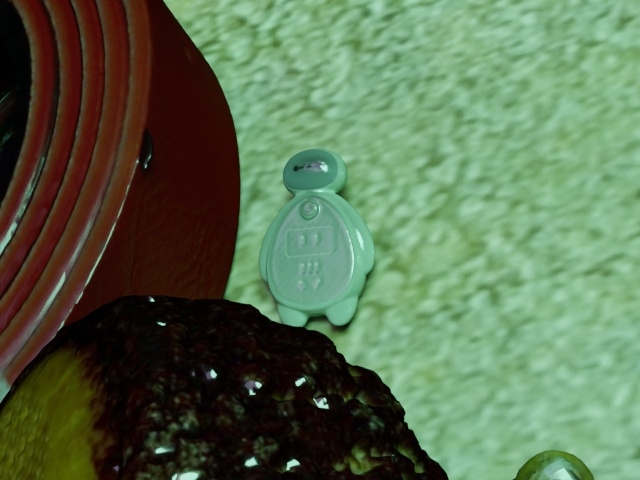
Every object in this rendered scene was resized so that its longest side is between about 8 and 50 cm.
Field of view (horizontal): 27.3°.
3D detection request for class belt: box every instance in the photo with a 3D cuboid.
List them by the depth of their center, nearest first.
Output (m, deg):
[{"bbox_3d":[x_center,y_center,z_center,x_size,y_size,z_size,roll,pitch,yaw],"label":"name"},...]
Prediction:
[{"bbox_3d":[-0.159,-0.009,0.613,0.227,0.115,0.324,-6,63,19],"label":"belt"}]

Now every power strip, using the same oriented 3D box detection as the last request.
[{"bbox_3d":[0.000,0.000,0.603,0.055,0.035,0.083,-6,75,18],"label":"power strip"}]

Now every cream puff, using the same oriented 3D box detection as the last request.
[{"bbox_3d":[-0.045,0.140,0.440,0.239,0.165,0.239,-47,31,40],"label":"cream puff"}]

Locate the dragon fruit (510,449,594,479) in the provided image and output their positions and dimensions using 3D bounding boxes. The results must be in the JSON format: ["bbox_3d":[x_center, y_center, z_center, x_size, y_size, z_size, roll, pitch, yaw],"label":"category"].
[{"bbox_3d":[0.116,0.150,0.416,0.133,0.208,0.150,-38,13,-16],"label":"dragon fruit"}]
